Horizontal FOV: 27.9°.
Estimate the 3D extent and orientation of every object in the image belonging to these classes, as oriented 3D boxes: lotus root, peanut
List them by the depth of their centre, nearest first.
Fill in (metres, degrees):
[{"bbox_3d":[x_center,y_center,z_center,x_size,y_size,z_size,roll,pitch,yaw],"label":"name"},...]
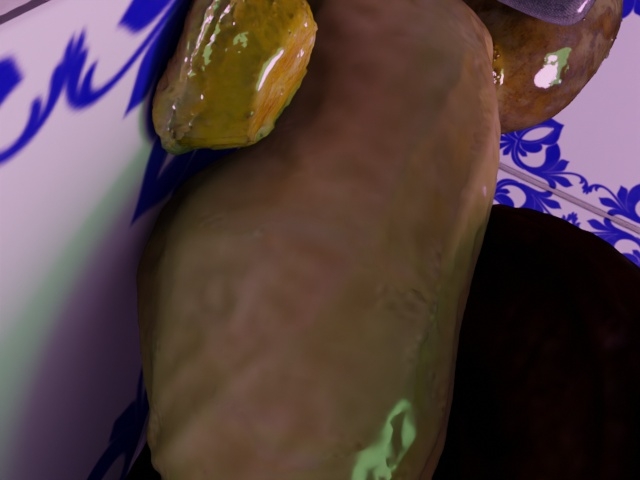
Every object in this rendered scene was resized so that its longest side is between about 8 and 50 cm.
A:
[{"bbox_3d":[0.000,0.000,0.583,0.147,0.147,0.319,102,3,-61],"label":"peanut"},{"bbox_3d":[0.166,-0.178,1.128,0.309,0.173,0.173,-51,165,-51],"label":"lotus root"}]

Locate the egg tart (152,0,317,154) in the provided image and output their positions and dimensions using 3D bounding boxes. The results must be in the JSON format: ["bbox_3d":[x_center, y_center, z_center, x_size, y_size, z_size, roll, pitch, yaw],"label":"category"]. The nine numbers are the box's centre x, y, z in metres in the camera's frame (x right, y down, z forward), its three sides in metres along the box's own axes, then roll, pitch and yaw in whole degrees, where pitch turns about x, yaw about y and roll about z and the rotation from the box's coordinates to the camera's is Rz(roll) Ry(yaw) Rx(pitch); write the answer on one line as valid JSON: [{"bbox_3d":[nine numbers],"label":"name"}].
[{"bbox_3d":[-0.031,-0.072,0.518,0.105,0.039,0.105,-60,172,-14],"label":"egg tart"}]

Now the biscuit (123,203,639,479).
[{"bbox_3d":[0.009,0.157,0.637,0.407,0.091,0.407,-37,-147,30],"label":"biscuit"}]

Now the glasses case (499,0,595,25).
[{"bbox_3d":[0.175,-0.251,0.974,0.074,0.131,0.323,-65,173,32],"label":"glasses case"}]
